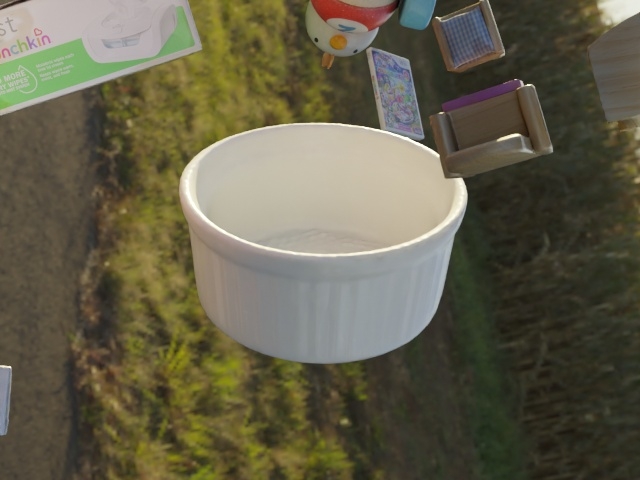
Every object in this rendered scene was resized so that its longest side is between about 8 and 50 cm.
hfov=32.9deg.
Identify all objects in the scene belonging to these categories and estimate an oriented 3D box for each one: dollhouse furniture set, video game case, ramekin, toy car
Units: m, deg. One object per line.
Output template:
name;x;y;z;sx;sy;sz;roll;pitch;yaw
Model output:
dollhouse furniture set;0.170;-0.222;0.704;0.198;0.286;0.303;-9;84;-72
video game case;0.104;-0.203;1.505;0.087;0.011;0.122;7;68;-47
ramekin;0.000;0.000;1.080;0.277;0.277;0.135;-80;174;-59
toy car;0.037;-0.336;1.595;0.238;0.219;0.210;108;-7;-47

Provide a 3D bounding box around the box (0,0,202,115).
box;-0.294;-0.259;1.370;0.231;0.262;0.126;-138;-150;-77

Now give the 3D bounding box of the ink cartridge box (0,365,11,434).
ink cartridge box;-0.452;0.179;1.217;0.140;0.191;0.082;14;71;-39
